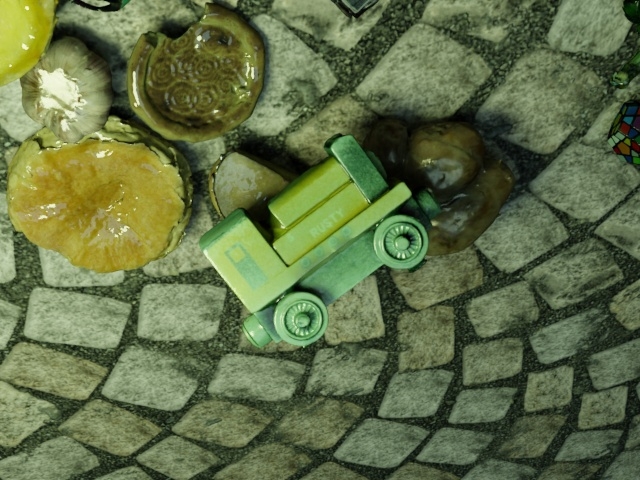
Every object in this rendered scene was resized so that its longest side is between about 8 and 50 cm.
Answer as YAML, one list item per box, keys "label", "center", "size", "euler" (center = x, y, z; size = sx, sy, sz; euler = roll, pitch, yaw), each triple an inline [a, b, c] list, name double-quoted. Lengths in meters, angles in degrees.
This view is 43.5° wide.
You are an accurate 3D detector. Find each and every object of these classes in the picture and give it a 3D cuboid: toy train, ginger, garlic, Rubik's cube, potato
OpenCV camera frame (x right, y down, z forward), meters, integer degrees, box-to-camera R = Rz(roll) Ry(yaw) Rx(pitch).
- label: "toy train"
  center: [0.000, 0.000, 1.337]
  size: [0.397, 0.160, 0.253]
  euler: [-37, 98, 1]
- label: "ginger"
  center: [0.214, -0.113, 1.458]
  size: [0.245, 0.155, 0.304]
  euler: [-22, 125, 18]
- label: "garlic"
  center: [-0.389, -0.236, 1.236]
  size: [0.147, 0.102, 0.159]
  euler: [-23, 109, 12]
- label: "Rubik's cube"
  center: [0.595, -0.198, 1.470]
  size: [0.133, 0.111, 0.133]
  euler: [-7, 135, -7]
- label: "potato"
  center: [-0.091, -0.069, 1.432]
  size: [0.243, 0.098, 0.138]
  euler: [24, 101, -17]

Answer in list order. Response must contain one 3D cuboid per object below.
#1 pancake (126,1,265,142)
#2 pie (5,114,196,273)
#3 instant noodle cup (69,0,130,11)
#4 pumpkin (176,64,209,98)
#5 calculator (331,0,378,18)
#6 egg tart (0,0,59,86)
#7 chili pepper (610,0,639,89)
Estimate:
- label: "pancake"
  center: [-0.188, -0.257, 1.261]
  size: [0.235, 0.029, 0.211]
  euler: [-36, 126, -9]
- label: "pie"
  center: [-0.380, -0.072, 1.403]
  size: [0.340, 0.083, 0.339]
  euler: [-5, 135, -5]
- label: "instant noodle cup"
  center: [-0.268, -0.420, 1.007]
  size: [0.190, 0.251, 0.251]
  euler: [-34, 130, 30]
- label: "pumpkin"
  center: [-0.224, -0.246, 1.296]
  size: [0.074, 0.054, 0.083]
  euler: [-40, 122, 0]
- label: "calculator"
  center: [0.025, -0.456, 1.171]
  size: [0.166, 0.028, 0.274]
  euler: [-39, 130, 19]
- label: "egg tart"
  center: [-0.502, -0.347, 1.083]
  size: [0.315, 0.120, 0.314]
  euler: [1, 139, 1]
- label: "chili pepper"
  center: [0.566, -0.349, 1.291]
  size: [0.261, 0.165, 0.174]
  euler: [-36, 147, 16]
